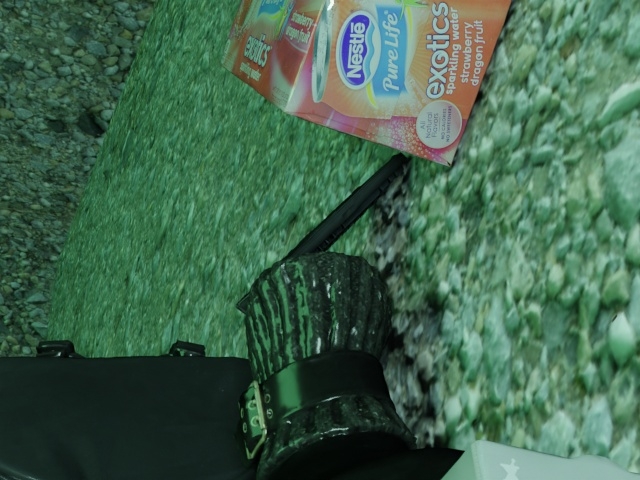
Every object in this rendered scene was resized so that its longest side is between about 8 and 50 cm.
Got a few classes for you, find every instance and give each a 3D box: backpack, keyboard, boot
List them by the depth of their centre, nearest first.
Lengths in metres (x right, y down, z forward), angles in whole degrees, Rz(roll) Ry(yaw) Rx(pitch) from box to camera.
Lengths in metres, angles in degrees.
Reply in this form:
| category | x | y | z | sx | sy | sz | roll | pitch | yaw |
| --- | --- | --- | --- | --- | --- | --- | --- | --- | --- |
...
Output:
| category | x | y | z | sx | sy | sz | roll | pitch | yaw |
| --- | --- | --- | --- | --- | --- | --- | --- | --- | --- |
| boot | 0.023 | 0.117 | 0.762 | 0.348 | 0.131 | 0.260 | 135 | 146 | -57 |
| keyboard | 0.000 | 0.000 | 0.965 | 0.180 | 0.023 | 0.108 | -43 | 2 | -39 |
| backpack | -0.184 | 0.290 | 1.018 | 0.273 | 0.290 | 0.355 | -104 | 26 | -42 |

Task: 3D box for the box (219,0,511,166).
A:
| category | x | y | z | sx | sy | sz | roll | pitch | yaw |
| --- | --- | --- | --- | --- | --- | --- | --- | --- | --- |
| box | 0.025 | -0.178 | 0.988 | 0.300 | 0.142 | 0.154 | -131 | 59 | -69 |

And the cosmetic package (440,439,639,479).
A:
| category | x | y | z | sx | sy | sz | roll | pitch | yaw |
| --- | --- | --- | --- | --- | --- | --- | --- | --- | --- |
| cosmetic package | 0.075 | 0.201 | 0.546 | 0.238 | 0.127 | 0.107 | 121 | 155 | -44 |
